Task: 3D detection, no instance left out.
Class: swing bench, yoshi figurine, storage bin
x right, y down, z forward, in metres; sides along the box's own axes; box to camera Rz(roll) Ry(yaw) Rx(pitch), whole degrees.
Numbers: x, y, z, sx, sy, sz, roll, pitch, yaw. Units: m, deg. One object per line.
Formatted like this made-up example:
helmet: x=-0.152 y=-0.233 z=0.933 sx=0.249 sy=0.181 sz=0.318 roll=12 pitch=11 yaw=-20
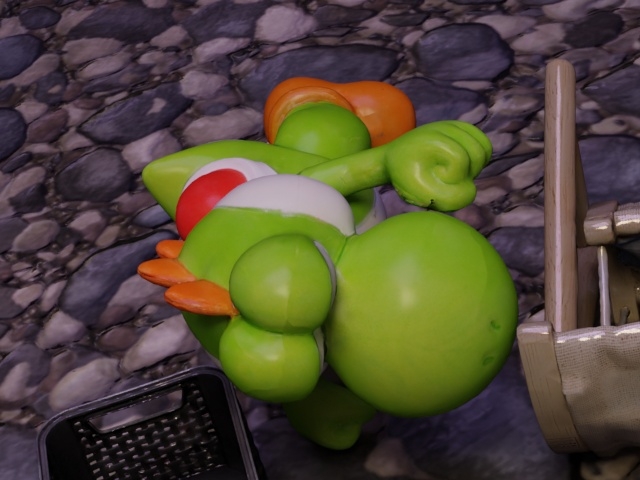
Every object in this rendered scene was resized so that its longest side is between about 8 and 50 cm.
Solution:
swing bench: x=0.256 y=0.017 z=1.009 sx=0.253 sy=0.165 sz=0.255 roll=-5 pitch=42 yaw=16
yoshi figurine: x=0.023 y=0.016 z=1.040 sx=0.203 sy=0.204 sz=0.362 roll=-26 pitch=14 yaw=8
storage bin: x=-0.087 y=0.168 z=1.010 sx=0.122 sy=0.084 sz=0.180 roll=-19 pitch=34 yaw=-2
